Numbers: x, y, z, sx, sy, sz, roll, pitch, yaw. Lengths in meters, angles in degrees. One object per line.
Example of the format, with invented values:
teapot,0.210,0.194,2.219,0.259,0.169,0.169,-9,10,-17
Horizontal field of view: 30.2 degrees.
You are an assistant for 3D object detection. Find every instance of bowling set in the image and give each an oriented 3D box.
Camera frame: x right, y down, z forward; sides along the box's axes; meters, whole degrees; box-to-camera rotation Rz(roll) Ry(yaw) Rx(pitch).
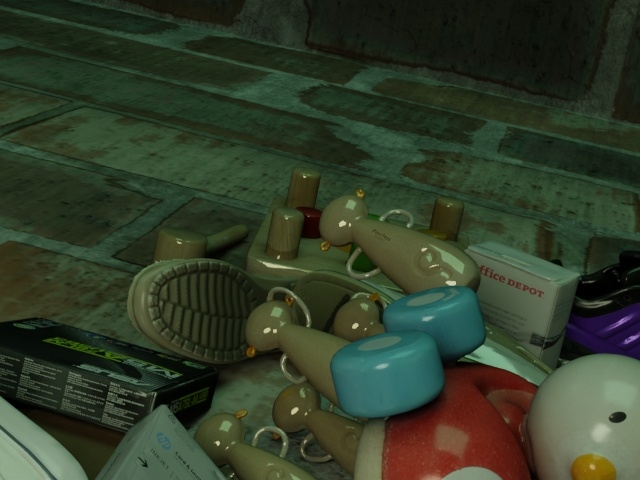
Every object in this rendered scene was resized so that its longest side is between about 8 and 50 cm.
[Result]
bowling set,0.019,0.126,1.034,0.154,0.287,0.200,30,-18,28

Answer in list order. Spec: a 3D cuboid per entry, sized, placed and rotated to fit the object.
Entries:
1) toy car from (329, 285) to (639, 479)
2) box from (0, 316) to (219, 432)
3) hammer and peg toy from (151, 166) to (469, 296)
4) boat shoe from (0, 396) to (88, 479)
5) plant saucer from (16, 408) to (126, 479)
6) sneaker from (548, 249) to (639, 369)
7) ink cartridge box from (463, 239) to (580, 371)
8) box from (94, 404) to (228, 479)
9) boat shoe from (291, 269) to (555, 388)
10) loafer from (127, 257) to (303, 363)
toy car,0.159,0.144,0.798,0.238,0.219,0.210,-11,9,25
box,-0.202,0.112,1.017,0.191,0.045,0.184,15,0,12
hammer and peg toy,0.000,0.000,1.397,0.361,0.127,0.266,12,18,3
boat shoe,-0.276,0.129,0.784,0.267,0.096,0.088,35,30,18
plant saucer,-0.205,0.194,0.855,0.278,0.041,0.278,9,19,-3
sneaker,0.369,0.089,1.315,0.293,0.146,0.102,11,19,2
ink cartridge box,0.190,0.087,1.212,0.109,0.150,0.063,23,22,31
box,-0.092,0.204,0.756,0.145,0.038,0.186,52,18,-9
boat shoe,0.109,0.119,1.159,0.302,0.113,0.103,31,24,23
loafer,-0.099,0.073,1.179,0.092,0.101,0.268,-3,-9,37
